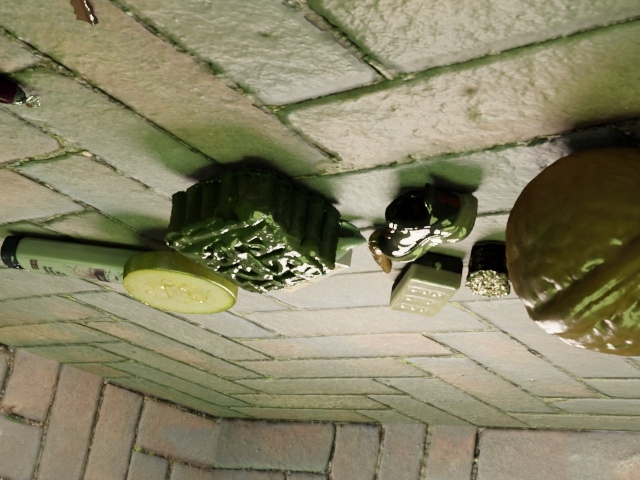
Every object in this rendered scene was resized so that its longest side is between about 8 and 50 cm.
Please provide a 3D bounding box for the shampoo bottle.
[{"bbox_3d":[-0.542,0.052,2.259,0.359,0.078,0.134,6,162,9],"label":"shampoo bottle"}]

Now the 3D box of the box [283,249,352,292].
[{"bbox_3d":[-0.112,0.029,2.028,0.264,0.048,0.273,20,157,-24],"label":"box"}]

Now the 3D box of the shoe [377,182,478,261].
[{"bbox_3d":[0.158,-0.038,1.653,0.112,0.099,0.227,30,149,-30],"label":"shoe"}]

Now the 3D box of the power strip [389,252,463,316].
[{"bbox_3d":[0.214,0.093,2.018,0.105,0.070,0.257,10,160,-3],"label":"power strip"}]

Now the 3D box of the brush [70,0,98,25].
[{"bbox_3d":[-0.298,-0.319,1.140,0.084,0.071,0.301,25,170,5],"label":"brush"}]

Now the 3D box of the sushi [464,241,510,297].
[{"bbox_3d":[0.320,0.060,1.860,0.090,0.078,0.150,6,161,11],"label":"sushi"}]

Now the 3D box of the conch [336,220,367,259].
[{"bbox_3d":[0.004,0.001,1.867,0.180,0.088,0.065,-16,180,28],"label":"conch"}]

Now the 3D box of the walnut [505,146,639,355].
[{"bbox_3d":[0.415,0.012,1.380,0.332,0.333,0.333,9,161,3],"label":"walnut"}]

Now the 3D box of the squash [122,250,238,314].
[{"bbox_3d":[-0.306,0.096,2.123,0.251,0.049,0.252,4,155,2],"label":"squash"}]

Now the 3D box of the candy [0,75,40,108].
[{"bbox_3d":[-0.503,-0.234,1.485,0.175,0.043,0.045,23,167,-33],"label":"candy"}]

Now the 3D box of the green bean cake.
[{"bbox_3d":[-0.118,-0.017,1.736,0.241,0.132,0.255,-15,146,37],"label":"green bean cake"}]

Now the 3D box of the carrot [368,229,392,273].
[{"bbox_3d":[0.123,0.030,1.929,0.049,0.049,0.254,6,164,10],"label":"carrot"}]
